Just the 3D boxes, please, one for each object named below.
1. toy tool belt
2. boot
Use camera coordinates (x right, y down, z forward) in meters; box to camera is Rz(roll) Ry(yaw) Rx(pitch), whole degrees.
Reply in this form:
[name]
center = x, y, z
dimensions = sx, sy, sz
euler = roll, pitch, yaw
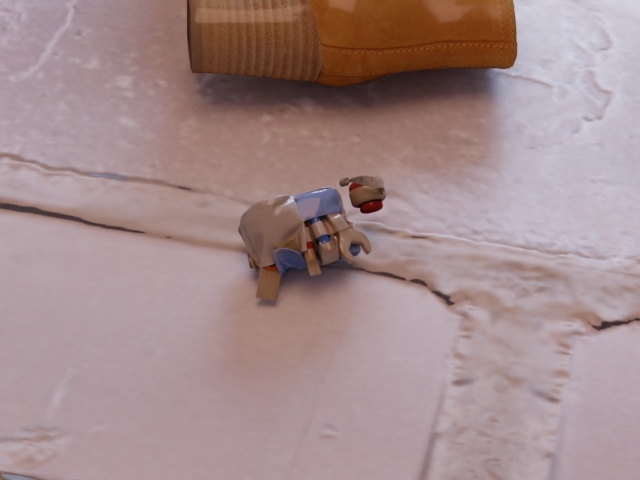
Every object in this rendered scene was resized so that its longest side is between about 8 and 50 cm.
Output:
[toy tool belt]
center = 0.000, 0.000, 0.849
dimensions = 0.083, 0.052, 0.051
euler = -15, 79, -8
[boot]
center = 0.013, -0.208, 1.017
dimensions = 0.211, 0.104, 0.295
euler = -3, 51, -8
